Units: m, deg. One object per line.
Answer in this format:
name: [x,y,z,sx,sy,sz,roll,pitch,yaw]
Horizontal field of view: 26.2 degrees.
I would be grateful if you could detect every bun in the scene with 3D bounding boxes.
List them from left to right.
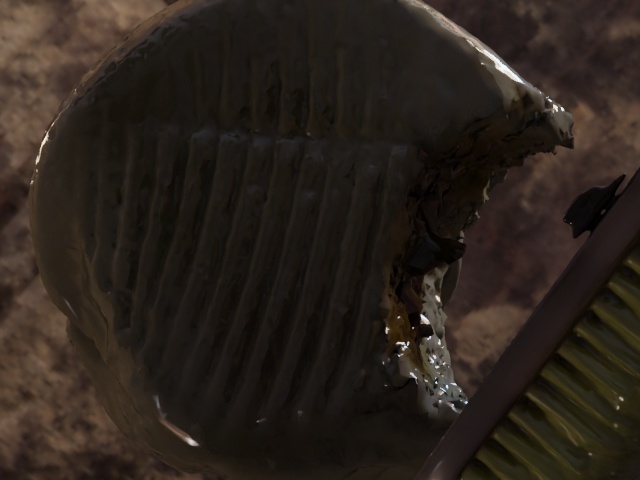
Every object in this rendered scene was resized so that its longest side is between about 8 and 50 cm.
bun: [-0.016,0.000,0.737,0.282,0.205,0.281,-1,-98,7]

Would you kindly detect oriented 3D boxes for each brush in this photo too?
brush: [0.050,0.096,0.457,0.067,0.072,0.312,40,-74,17]
